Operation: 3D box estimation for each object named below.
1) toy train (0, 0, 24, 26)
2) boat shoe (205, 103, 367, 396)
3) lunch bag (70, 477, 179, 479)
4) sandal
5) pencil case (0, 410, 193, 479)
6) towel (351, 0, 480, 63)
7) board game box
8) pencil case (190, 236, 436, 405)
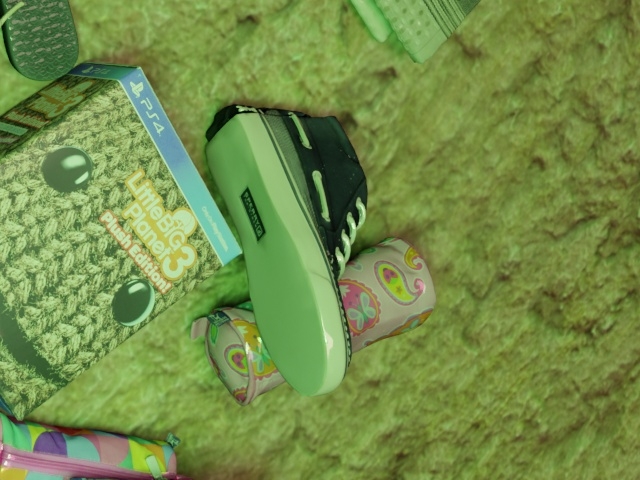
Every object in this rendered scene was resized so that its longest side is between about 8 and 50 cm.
[{"bbox_3d":[-0.417,-0.187,1.272,0.143,0.105,0.248,44,73,-17],"label":"toy train"},{"bbox_3d":[0.000,0.000,1.483,0.158,0.127,0.340,-5,68,-36],"label":"boat shoe"},{"bbox_3d":[-0.143,0.394,1.351,0.221,0.293,0.138,5,133,-26],"label":"lunch bag"},{"bbox_3d":[-0.298,-0.289,1.360,0.097,0.054,0.254,-7,112,-25],"label":"sandal"},{"bbox_3d":[-0.260,0.243,1.440,0.236,0.104,0.104,15,90,-33],"label":"pencil case"},{"bbox_3d":[0.117,-0.419,1.614,0.312,0.056,0.324,-49,118,-21],"label":"towel"},{"bbox_3d":[-0.269,-0.007,1.365,0.291,0.141,0.232,-39,117,-22],"label":"board game box"},{"bbox_3d":[-0.004,0.089,1.573,0.284,0.124,0.124,-21,109,-28],"label":"pencil case"}]
